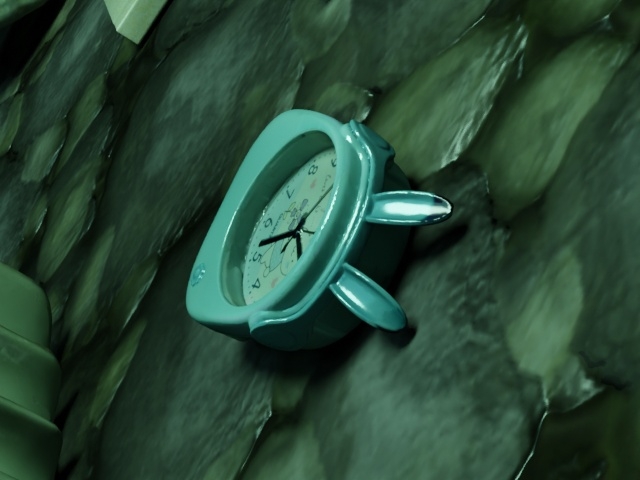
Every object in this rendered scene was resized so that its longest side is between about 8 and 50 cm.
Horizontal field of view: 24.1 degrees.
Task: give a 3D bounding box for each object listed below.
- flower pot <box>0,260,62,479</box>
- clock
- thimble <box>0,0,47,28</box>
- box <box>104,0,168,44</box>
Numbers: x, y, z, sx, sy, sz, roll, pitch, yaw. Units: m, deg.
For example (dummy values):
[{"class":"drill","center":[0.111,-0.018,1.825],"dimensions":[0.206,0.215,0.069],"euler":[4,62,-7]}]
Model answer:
[{"class":"flower pot","center":[-0.296,0.181,0.870],"dimensions":[0.367,0.164,0.254],"euler":[-47,34,25]},{"class":"clock","center":[-0.001,0.000,0.643],"dimensions":[0.147,0.045,0.108],"euler":[14,77,63]},{"class":"thimble","center":[-0.339,-0.316,1.321],"dimensions":[0.195,0.291,0.291],"euler":[19,81,59]},{"class":"box","center":[-0.131,-0.212,1.117],"dimensions":[0.090,0.024,0.167],"euler":[-54,27,13]}]
